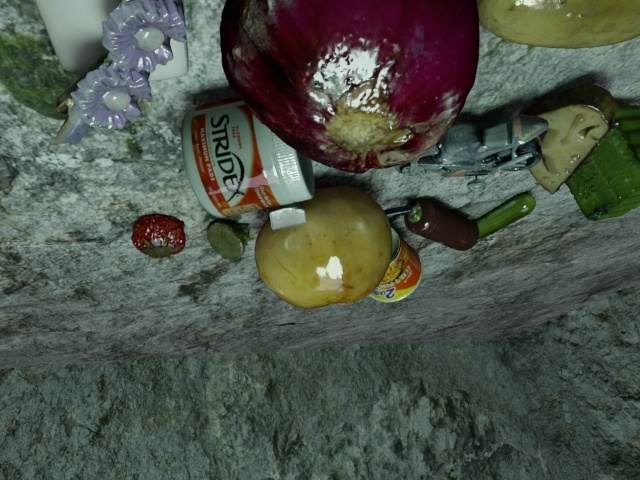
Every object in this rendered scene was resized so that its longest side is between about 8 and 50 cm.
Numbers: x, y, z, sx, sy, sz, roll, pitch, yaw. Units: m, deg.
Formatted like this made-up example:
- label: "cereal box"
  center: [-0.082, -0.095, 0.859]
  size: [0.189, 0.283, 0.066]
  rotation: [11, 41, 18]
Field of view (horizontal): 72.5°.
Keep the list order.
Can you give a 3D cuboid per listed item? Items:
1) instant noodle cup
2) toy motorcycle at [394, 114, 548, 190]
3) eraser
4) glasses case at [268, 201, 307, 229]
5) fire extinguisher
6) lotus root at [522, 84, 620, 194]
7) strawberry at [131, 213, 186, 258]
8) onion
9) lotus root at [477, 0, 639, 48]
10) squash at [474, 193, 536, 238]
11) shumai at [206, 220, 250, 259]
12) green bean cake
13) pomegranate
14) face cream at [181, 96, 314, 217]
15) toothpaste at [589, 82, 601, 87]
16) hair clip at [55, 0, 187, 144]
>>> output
- label: "instant noodle cup"
  center: [0.190, 0.058, 1.329]
  size: [0.213, 0.213, 0.174]
  rotation: [-17, 144, 19]
- label: "toy motorcycle"
  center: [0.297, -0.186, 0.907]
  size: [0.307, 0.108, 0.173]
  rotation: [-2, 159, 22]
- label: "eraser"
  center: [-0.256, -0.321, 0.522]
  size: [0.174, 0.095, 0.270]
  rotation: [-5, 156, -15]
- label: "glasses case"
  center: [-0.079, -0.101, 0.904]
  size: [0.070, 0.205, 0.047]
  rotation: [-10, 127, -4]
- label: "fire extinguisher"
  center: [0.305, -0.045, 1.235]
  size: [0.344, 0.102, 0.138]
  rotation: [16, 148, -39]
- label: "lotus root"
  center: [0.485, -0.209, 0.903]
  size: [0.170, 0.074, 0.261]
  rotation: [27, 157, 6]
- label: "strawberry"
  center: [-0.426, -0.006, 1.149]
  size: [0.145, 0.086, 0.145]
  rotation: [-8, 155, -4]
- label: "onion"
  center: [0.062, -0.260, 0.545]
  size: [0.336, 0.282, 0.260]
  rotation: [22, 141, -24]
- label: "lotus root"
  center: [0.369, -0.340, 0.578]
  size: [0.342, 0.151, 0.169]
  rotation: [0, 154, -8]
- label: "squash"
  center: [0.535, -0.068, 1.296]
  size: [0.066, 0.066, 0.229]
  rotation: [9, 151, -30]
- label: "shumai"
  center: [-0.242, -0.012, 1.202]
  size: [0.099, 0.124, 0.087]
  rotation: [-54, 171, 33]
- label: "green bean cake"
  center: [0.623, -0.167, 0.939]
  size: [0.113, 0.214, 0.200]
  rotation: [-8, 155, -8]
- label: "pomegranate"
  center: [0.000, 0.000, 1.061]
  size: [0.338, 0.338, 0.338]
  rotation: [-6, 155, -3]
- label: "face cream"
  center: [-0.122, -0.154, 0.780]
  size: [0.187, 0.201, 0.201]
  rotation: [-10, 154, 8]
- label: "toothpaste"
  center: [0.501, -0.261, 0.925]
  size: [0.048, 0.031, 0.190]
  rotation: [2, 156, -25]
- label: "hair clip"
  center: [-0.251, -0.225, 0.549]
  size: [0.292, 0.084, 0.106]
  rotation: [-36, 169, 29]
